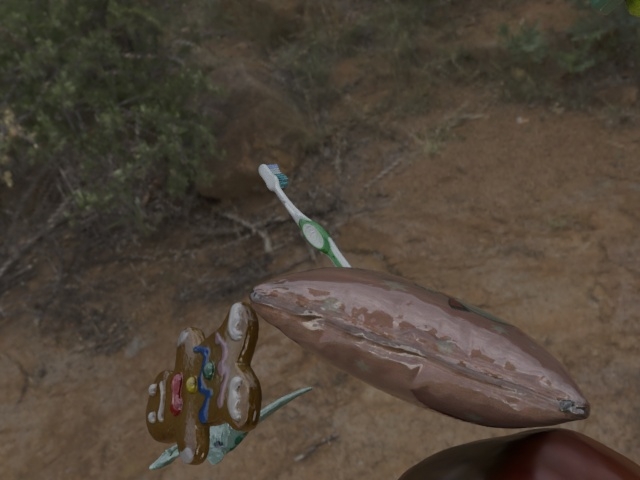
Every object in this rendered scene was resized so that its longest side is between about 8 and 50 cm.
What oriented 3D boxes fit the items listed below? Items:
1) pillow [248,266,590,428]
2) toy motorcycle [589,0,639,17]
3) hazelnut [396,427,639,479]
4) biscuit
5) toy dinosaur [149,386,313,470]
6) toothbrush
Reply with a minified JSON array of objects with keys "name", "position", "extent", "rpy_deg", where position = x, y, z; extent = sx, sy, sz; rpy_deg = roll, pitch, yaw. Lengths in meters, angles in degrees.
[{"name":"pillow","position":[0.080,0.079,0.622],"extent":[0.223,0.236,0.084],"rpy_deg":[22,90,16]},{"name":"toy motorcycle","position":[0.474,-0.458,1.121],"extent":[0.199,0.191,0.326],"rpy_deg":[-8,-17,-35]},{"name":"hazelnut","position":[0.175,0.321,0.652],"extent":[0.365,0.366,0.366],"rpy_deg":[-13,36,9]},{"name":"biscuit","position":[-0.123,0.147,0.825],"extent":[0.205,0.031,0.138],"rpy_deg":[-32,55,48]},{"name":"toy dinosaur","position":[-0.102,0.216,0.963],"extent":[0.187,0.106,0.044],"rpy_deg":[-30,81,-23]},{"name":"toothbrush","position":[-0.002,0.000,1.086],"extent":[0.030,0.030,0.304],"rpy_deg":[-28,55,-12]}]
